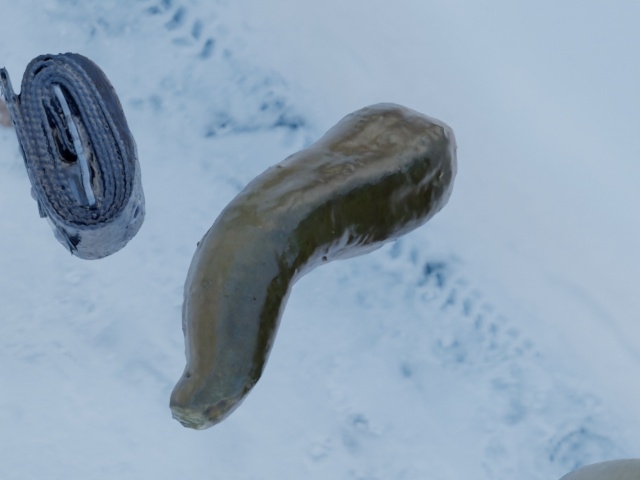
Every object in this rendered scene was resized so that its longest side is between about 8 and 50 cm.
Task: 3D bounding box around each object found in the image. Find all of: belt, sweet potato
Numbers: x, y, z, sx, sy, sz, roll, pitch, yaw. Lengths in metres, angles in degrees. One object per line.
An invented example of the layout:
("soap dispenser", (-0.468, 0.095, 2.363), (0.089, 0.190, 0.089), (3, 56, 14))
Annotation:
("belt", (-0.258, -0.086, 1.361), (0.122, 0.128, 0.218), (-18, 68, -9))
("sweet potato", (-0.004, -0.004, 0.633), (0.233, 0.062, 0.081), (-43, 109, -37))

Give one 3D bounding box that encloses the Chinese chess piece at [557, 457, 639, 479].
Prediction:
("Chinese chess piece", (0.239, 0.243, 0.774), (0.273, 0.273, 0.102), (41, 56, -16))
